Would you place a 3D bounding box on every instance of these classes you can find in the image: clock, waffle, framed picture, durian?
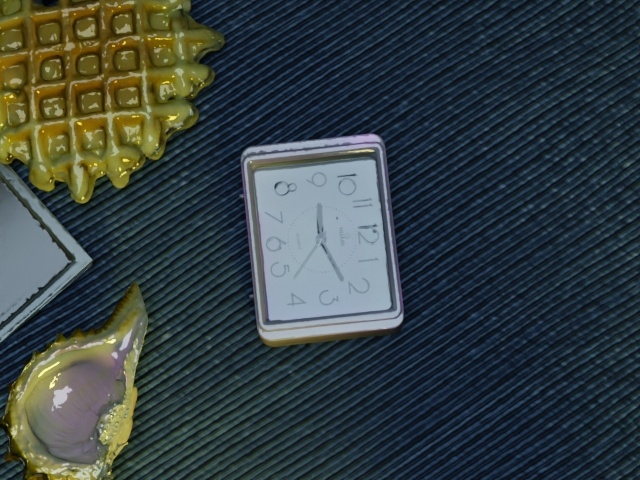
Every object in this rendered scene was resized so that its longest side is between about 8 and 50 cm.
[{"bbox_3d":[0.000,0.000,1.496,0.150,0.063,0.197,-6,81,0],"label":"clock"},{"bbox_3d":[-0.239,-0.178,1.534,0.250,0.056,0.261,36,79,7],"label":"waffle"},{"bbox_3d":[-0.383,-0.005,1.532,0.197,0.014,0.252,-41,83,-5],"label":"framed picture"},{"bbox_3d":[-0.223,0.146,1.478,0.140,0.078,0.224,22,72,17],"label":"durian"}]
